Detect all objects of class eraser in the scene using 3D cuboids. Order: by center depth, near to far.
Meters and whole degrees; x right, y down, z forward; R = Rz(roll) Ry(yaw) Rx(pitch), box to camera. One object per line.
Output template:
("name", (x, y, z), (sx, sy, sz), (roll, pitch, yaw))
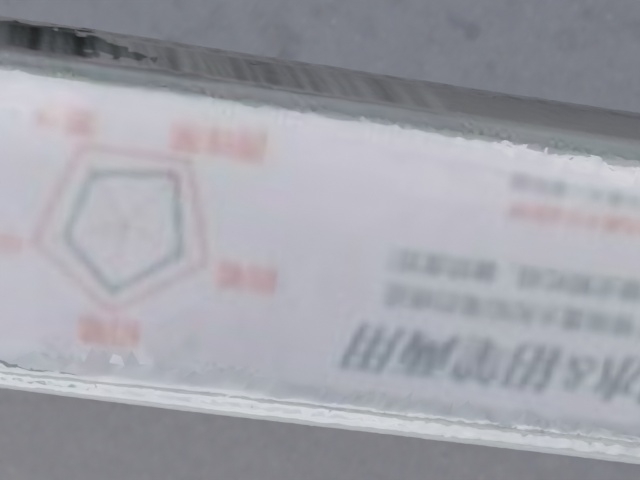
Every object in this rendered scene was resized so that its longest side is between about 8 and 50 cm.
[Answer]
("eraser", (0.000, 0.000, 0.450), (0.352, 0.061, 0.089), (8, 105, -11))
